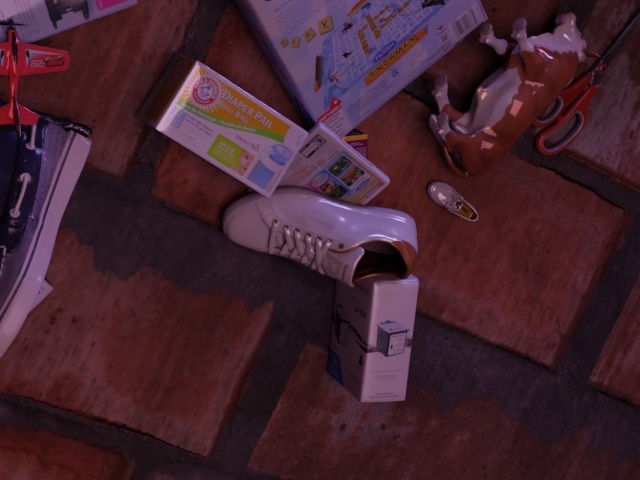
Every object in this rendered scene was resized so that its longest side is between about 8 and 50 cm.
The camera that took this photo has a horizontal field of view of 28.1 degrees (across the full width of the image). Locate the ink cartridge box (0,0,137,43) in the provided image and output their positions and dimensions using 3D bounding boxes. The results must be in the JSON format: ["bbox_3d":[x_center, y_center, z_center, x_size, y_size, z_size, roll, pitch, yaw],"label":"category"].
[{"bbox_3d":[-0.410,-0.342,1.643,0.311,0.065,0.186,-23,112,-15],"label":"ink cartridge box"}]

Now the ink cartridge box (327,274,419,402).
[{"bbox_3d":[0.078,0.134,1.953,0.082,0.139,0.190,-2,105,-23],"label":"ink cartridge box"}]

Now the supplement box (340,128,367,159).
[{"bbox_3d":[0.042,-0.122,1.912,0.043,0.055,0.083,-8,107,-21],"label":"supplement box"}]

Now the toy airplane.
[{"bbox_3d":[-0.390,-0.207,1.631,0.151,0.028,0.151,2,87,-35],"label":"toy airplane"}]

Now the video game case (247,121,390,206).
[{"bbox_3d":[-0.003,-0.082,1.876,0.143,0.019,0.157,37,118,-24],"label":"video game case"}]

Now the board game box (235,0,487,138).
[{"bbox_3d":[0.056,-0.346,1.806,0.319,0.066,0.318,-39,132,-10],"label":"board game box"}]

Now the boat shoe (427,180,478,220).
[{"bbox_3d":[0.211,-0.060,2.017,0.100,0.035,0.035,37,88,-28],"label":"boat shoe"}]

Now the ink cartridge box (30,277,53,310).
[{"bbox_3d":[-0.515,0.066,1.717,0.224,0.045,0.223,-45,117,-7],"label":"ink cartridge box"}]

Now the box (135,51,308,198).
[{"bbox_3d":[-0.138,-0.163,1.791,0.203,0.103,0.114,30,91,-28],"label":"box"}]

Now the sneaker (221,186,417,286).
[{"bbox_3d":[0.000,0.000,1.848,0.290,0.123,0.106,5,129,-4],"label":"sneaker"}]

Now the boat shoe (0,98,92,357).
[{"bbox_3d":[-0.427,-0.024,1.657,0.158,0.127,0.340,25,66,-23],"label":"boat shoe"}]

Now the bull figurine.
[{"bbox_3d":[0.290,-0.237,1.954,0.188,0.101,0.310,36,91,-41],"label":"bull figurine"}]

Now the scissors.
[{"bbox_3d":[0.449,-0.260,2.081,0.297,0.021,0.109,-41,114,-10],"label":"scissors"}]
